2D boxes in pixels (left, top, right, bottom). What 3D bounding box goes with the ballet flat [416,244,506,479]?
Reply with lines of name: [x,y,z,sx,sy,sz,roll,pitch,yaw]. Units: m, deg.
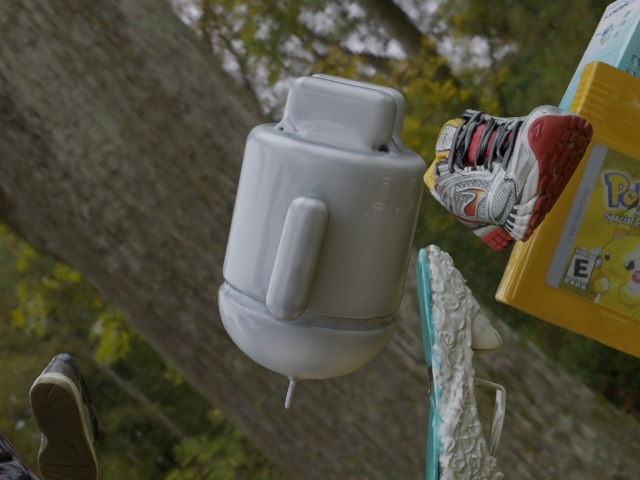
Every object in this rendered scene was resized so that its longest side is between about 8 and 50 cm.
ballet flat: [0.225,0.211,2.077,0.147,0.408,0.147,-2,-8,0]

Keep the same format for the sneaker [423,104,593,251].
sneaker: [0.123,-0.049,0.937,0.088,0.093,0.225,-57,0,-13]

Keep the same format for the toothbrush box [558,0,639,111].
toothbrush box: [0.457,-0.180,1.785,0.126,0.216,0.295,-28,29,59]

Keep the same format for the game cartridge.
game cartridge: [0.404,-0.023,1.634,0.053,0.285,0.323,-162,93,-78]

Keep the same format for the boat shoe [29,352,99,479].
boat shoe: [-0.307,0.232,1.616,0.073,0.080,0.223,-70,-16,-47]

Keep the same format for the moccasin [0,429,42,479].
moccasin: [-0.345,0.329,1.390,0.139,0.380,0.147,-25,-32,-42]

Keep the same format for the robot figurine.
robot figurine: [0.000,0.000,1.430,0.300,0.200,0.353,-31,-47,-72]
